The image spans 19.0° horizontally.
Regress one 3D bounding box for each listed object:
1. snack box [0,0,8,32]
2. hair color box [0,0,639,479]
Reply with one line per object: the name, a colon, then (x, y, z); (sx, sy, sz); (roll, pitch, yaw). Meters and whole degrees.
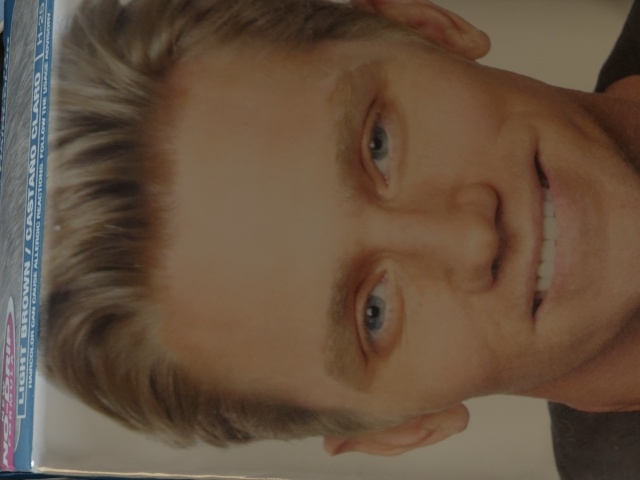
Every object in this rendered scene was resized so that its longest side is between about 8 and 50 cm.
snack box: (-0.115, -0.114, 0.649); (0.064, 0.022, 0.178); (18, 140, -31)
hair color box: (0.064, 0.004, 0.669); (0.347, 0.174, 0.105); (4, 173, -18)
